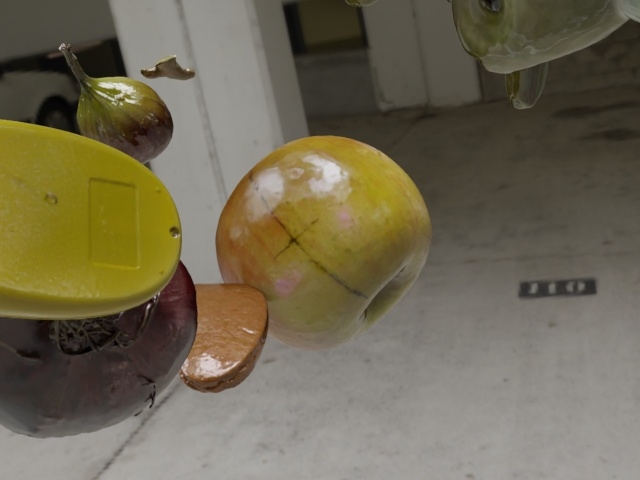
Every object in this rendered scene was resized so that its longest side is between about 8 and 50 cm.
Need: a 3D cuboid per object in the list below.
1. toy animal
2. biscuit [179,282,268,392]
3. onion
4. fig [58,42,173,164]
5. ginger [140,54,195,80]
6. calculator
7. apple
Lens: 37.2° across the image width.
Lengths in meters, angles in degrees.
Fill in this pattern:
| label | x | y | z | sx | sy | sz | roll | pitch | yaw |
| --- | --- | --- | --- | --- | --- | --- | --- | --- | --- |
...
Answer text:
| label | x | y | z | sx | sy | sz | roll | pitch | yaw |
| --- | --- | --- | --- | --- | --- | --- | --- | --- | --- |
| toy animal | 0.125 | -0.182 | 0.628 | 0.181 | 0.180 | 0.363 | 16 | 30 | -30 |
| biscuit | -0.155 | 0.105 | 1.071 | 0.192 | 0.036 | 0.186 | -3 | 30 | 11 |
| onion | -0.244 | 0.045 | 0.819 | 0.281 | 0.281 | 0.221 | 9 | 64 | 53 |
| fig | -0.343 | -0.231 | 1.571 | 0.160 | 0.230 | 0.143 | -4 | 24 | 40 |
| ginger | -0.259 | -0.297 | 1.622 | 0.097 | 0.048 | 0.030 | -3 | 52 | -28 |
| calculator | -0.206 | -0.016 | 0.681 | 0.235 | 0.146 | 0.032 | 7 | -22 | -36 |
| apple | 0.000 | 0.000 | 1.218 | 0.233 | 0.286 | 0.286 | 45 | 44 | 18 |
